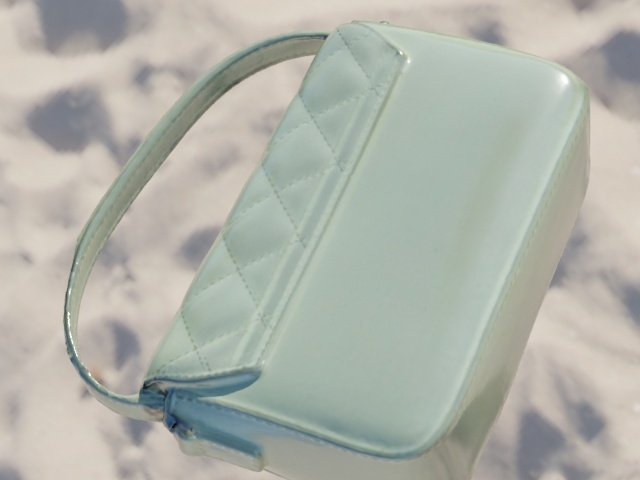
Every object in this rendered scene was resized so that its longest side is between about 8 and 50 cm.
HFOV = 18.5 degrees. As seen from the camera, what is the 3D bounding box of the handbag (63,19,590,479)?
[{"bbox_3d":[0.000,0.000,0.948,0.219,0.079,0.256,16,60,20],"label":"handbag"}]
